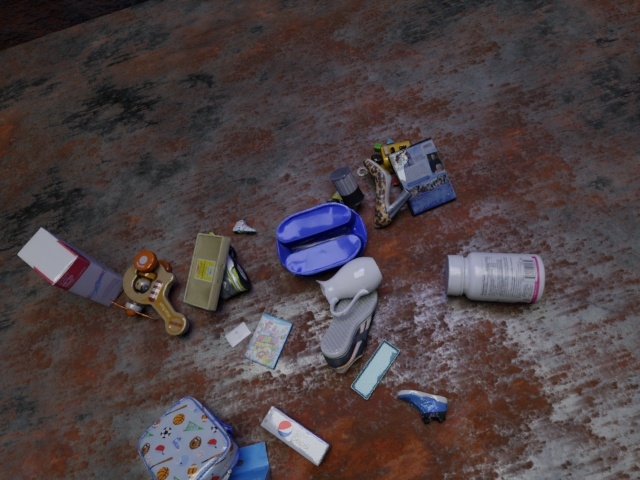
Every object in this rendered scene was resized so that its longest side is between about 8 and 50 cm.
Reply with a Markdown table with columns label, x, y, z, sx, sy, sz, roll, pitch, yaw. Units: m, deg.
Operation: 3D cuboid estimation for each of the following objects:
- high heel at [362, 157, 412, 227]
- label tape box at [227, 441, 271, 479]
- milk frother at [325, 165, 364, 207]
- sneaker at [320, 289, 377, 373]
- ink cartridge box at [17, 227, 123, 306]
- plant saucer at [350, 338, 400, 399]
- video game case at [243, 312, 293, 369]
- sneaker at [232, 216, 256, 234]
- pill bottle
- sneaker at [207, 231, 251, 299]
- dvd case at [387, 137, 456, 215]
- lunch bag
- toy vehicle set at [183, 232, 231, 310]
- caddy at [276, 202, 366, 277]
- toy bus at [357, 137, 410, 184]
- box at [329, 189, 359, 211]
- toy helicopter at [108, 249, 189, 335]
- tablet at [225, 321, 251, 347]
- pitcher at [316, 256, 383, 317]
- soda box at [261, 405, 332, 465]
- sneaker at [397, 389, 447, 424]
| label | x | y | z | sx | sy | sz | roll | pitch | yaw |
| --- | --- | --- | --- | --- | --- | --- | --- | --- | --- |
| high heel | 0.203 | -0.182 | 1.632 | 0.186 | 0.093 | 0.261 | -51 | 61 | 19 |
| label tape box | -0.263 | 0.802 | 1.248 | 0.249 | 0.115 | 0.348 | -15 | 65 | 3 |
| milk frother | 0.066 | -0.185 | 1.601 | 0.143 | 0.135 | 0.129 | -42 | 33 | -14 |
| sneaker | 0.102 | 0.294 | 1.428 | 0.126 | 0.128 | 0.321 | 7 | 40 | 32 |
| ink cartridge box | -0.904 | 0.109 | 1.588 | 0.226 | 0.306 | 0.131 | 28 | 73 | 21 |
| plant saucer | 0.181 | 0.421 | 1.402 | 0.067 | 0.018 | 0.192 | 33 | 73 | 22 |
| video game case | -0.182 | 0.351 | 1.503 | 0.119 | 0.015 | 0.166 | 17 | 69 | 18 |
| sneaker | -0.299 | -0.062 | 1.709 | 0.098 | 0.038 | 0.069 | 4 | 66 | 12 |
| pill bottle | 0.558 | 0.119 | 1.397 | 0.282 | 0.160 | 0.161 | 2 | 65 | 12 |
| sneaker | -0.378 | 0.090 | 1.616 | 0.121 | 0.111 | 0.300 | -36 | 58 | 4 |
| dvd case | 0.384 | -0.242 | 1.623 | 0.180 | 0.022 | 0.253 | -22 | 88 | 0 |
| lunch bag | -0.392 | 0.633 | 1.298 | 0.243 | 0.115 | 0.303 | -40 | 43 | -27 |
| toy vehicle set | -0.416 | 0.110 | 1.567 | 0.165 | 0.035 | 0.267 | 7 | 84 | 42 |
| caddy | 0.000 | 0.000 | 1.552 | 0.341 | 0.179 | 0.242 | -18 | 86 | 4 |
| toy bus | 0.268 | -0.326 | 1.695 | 0.190 | 0.104 | 0.202 | 30 | 73 | 22 |
| box | 0.079 | -0.116 | 1.665 | 0.105 | 0.043 | 0.179 | 20 | 71 | 19 |
| toy helicopter | -0.616 | 0.224 | 1.579 | 0.235 | 0.140 | 0.355 | -42 | 67 | -8 |
| tablet | -0.295 | 0.337 | 1.535 | 0.083 | 0.006 | 0.054 | -38 | 64 | -9 |
| pitcher | 0.108 | 0.155 | 1.425 | 0.207 | 0.126 | 0.178 | -26 | 43 | 0 |
| soda box | -0.075 | 0.603 | 1.329 | 0.216 | 0.074 | 0.069 | 26 | 72 | 20 |
| sneaker | 0.309 | 0.513 | 1.311 | 0.152 | 0.058 | 0.085 | 9 | 58 | 8 |
